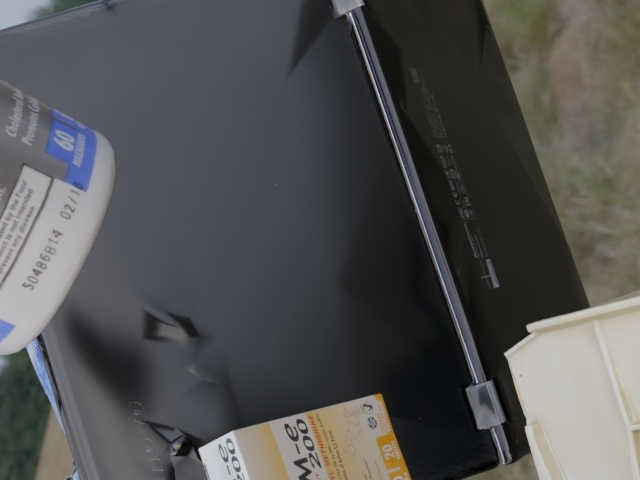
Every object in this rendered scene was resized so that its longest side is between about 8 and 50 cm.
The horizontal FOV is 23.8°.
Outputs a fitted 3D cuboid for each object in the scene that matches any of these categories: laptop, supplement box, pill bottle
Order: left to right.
[{"bbox_3d":[-0.137,-0.027,0.451,0.078,0.137,0.078,-46,28,34],"label":"pill bottle"},{"bbox_3d":[-0.005,0.118,0.760,0.036,0.098,0.062,-34,72,48],"label":"supplement box"},{"bbox_3d":[0.000,0.000,1.117,0.408,0.236,0.382,-7,-102,-63],"label":"laptop"}]

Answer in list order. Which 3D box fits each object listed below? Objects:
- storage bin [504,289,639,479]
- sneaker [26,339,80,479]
[{"bbox_3d":[0.272,0.054,0.757,0.260,0.262,0.123,-22,84,58],"label":"storage bin"},{"bbox_3d":[-0.185,0.211,1.337,0.330,0.147,0.130,67,-152,-16],"label":"sneaker"}]
